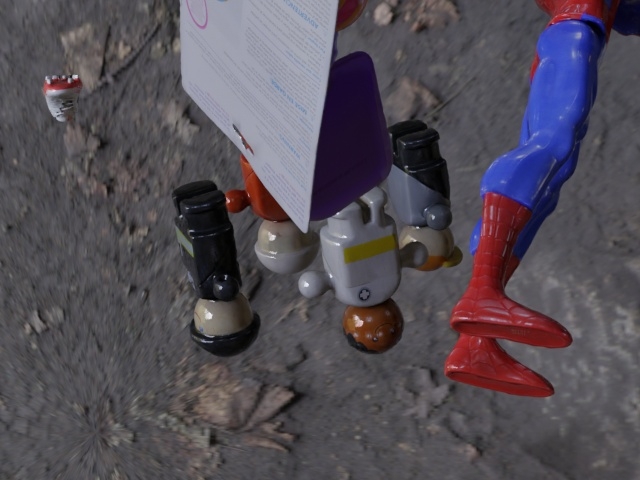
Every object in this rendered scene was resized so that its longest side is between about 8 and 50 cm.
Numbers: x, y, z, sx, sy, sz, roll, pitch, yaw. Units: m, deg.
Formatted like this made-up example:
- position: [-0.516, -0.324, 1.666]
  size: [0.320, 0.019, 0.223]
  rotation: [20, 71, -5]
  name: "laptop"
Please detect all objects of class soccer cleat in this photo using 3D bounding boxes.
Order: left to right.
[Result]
- position: [-0.193, -0.107, 0.960]
  size: [0.029, 0.083, 0.035]
  rotation: [-4, 98, -11]
  name: "soccer cleat"

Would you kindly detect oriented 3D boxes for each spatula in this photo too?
- position: [-0.029, -0.145, 0.712]
  size: [0.084, 0.030, 0.296]
  rotation: [-36, 116, -28]
  name: "spatula"

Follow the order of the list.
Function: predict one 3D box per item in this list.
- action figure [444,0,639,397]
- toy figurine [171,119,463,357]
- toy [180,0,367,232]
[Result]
- position: [0.147, -0.065, 0.582]
  size: [0.139, 0.091, 0.280]
  rotation: [10, 64, 5]
  name: "action figure"
- position: [0.000, 0.000, 1.049]
  size: [0.209, 0.213, 0.148]
  rotation: [2, 118, 21]
  name: "toy figurine"
- position: [-0.014, -0.135, 0.620]
  size: [0.056, 0.237, 0.137]
  rotation: [-22, 52, -23]
  name: "toy"
